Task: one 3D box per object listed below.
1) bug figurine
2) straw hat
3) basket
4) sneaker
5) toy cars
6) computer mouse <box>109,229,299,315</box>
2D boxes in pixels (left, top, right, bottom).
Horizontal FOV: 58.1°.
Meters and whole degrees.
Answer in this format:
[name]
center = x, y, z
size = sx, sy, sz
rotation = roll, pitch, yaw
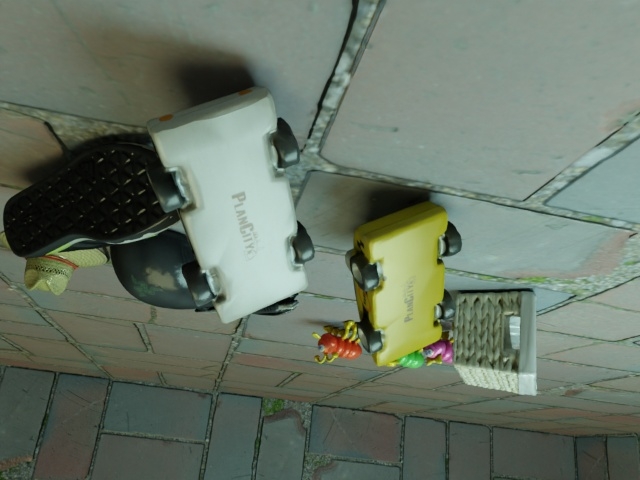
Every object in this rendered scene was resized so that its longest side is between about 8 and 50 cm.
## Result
[bug figurine]
center = 0.124, 0.170, 0.950
size = 0.216, 0.072, 0.279
rotation = 17, 156, -25
[straw hat]
center = -0.360, 0.041, 0.766
size = 0.145, 0.061, 0.144
rotation = 6, 159, 2
[basket]
center = 0.243, 0.143, 0.793
size = 0.103, 0.113, 0.167
rotation = 0, 158, 21
[sneaker]
center = -0.195, -0.036, 0.537
size = 0.235, 0.084, 0.097
rotation = -7, -179, 31
[toy cars]
center = 0.000, 0.000, 0.507
size = 0.394, 0.087, 0.176
rotation = 25, 110, -42
[computer mouse]
center = -0.164, 0.063, 0.754
size = 0.189, 0.072, 0.272
rotation = -4, 157, 26
